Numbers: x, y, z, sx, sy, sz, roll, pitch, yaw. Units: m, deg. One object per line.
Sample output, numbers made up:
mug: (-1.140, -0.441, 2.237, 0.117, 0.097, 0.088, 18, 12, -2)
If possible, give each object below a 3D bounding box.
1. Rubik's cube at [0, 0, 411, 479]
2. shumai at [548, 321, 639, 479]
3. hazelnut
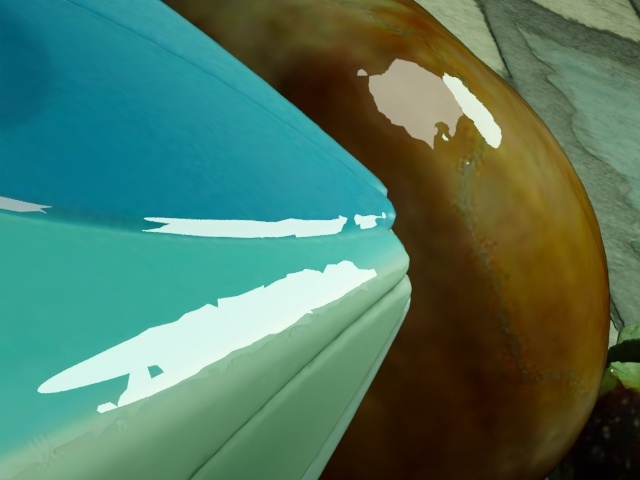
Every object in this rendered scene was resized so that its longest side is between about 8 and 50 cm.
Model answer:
Rubik's cube: (-0.218, 0.062, 0.528, 0.352, 0.347, 0.351, 38, 32, 17)
shumai: (0.330, 0.151, 0.895, 0.348, 0.395, 0.395, 2, 32, 3)
hazelnut: (0.002, 0.008, 0.794, 0.366, 0.365, 0.366, 20, 31, -13)
